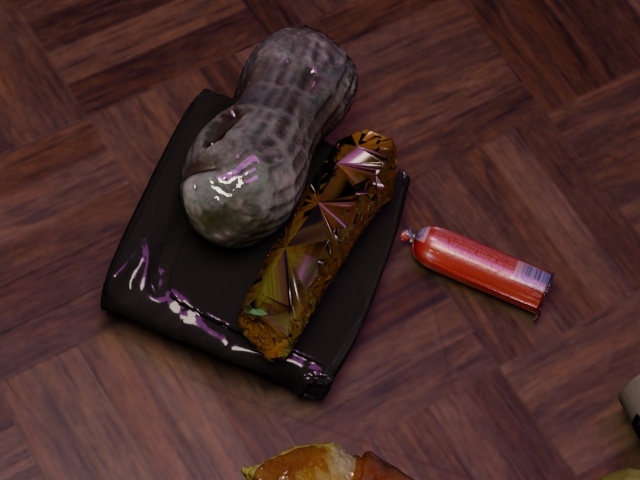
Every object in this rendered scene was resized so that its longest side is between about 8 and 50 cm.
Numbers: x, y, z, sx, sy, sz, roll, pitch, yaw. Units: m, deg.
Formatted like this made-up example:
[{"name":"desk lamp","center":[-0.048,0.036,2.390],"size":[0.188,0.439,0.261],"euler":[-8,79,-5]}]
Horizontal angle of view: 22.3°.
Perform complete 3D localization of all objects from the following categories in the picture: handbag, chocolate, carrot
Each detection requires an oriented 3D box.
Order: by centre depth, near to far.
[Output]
[{"name":"carrot","center":[-0.001,-0.001,1.380],"size":[0.069,0.069,0.229],"euler":[28,58,6]},{"name":"chocolate","center":[-0.043,-0.090,1.392],"size":[0.110,0.110,0.248],"euler":[28,57,6]},{"name":"handbag","center":[-0.055,0.003,1.444],"size":[0.223,0.080,0.247],"euler":[25,58,-4]}]

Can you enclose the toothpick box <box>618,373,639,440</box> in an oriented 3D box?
[{"name":"toothpick box","center":[0.344,0.189,1.387],"size":[0.111,0.111,0.181],"euler":[-18,66,-18]}]

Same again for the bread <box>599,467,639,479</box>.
[{"name":"bread","center":[0.313,0.309,1.239],"size":[0.333,0.160,0.333],"euler":[-5,78,22]}]

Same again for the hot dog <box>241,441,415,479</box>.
[{"name":"hot dog","center":[0.045,0.246,1.320],"size":[0.261,0.093,0.123],"euler":[33,52,-8]}]

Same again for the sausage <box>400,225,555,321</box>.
[{"name":"sausage","center":[0.140,0.024,1.482],"size":[0.145,0.050,0.048],"euler":[22,34,4]}]
